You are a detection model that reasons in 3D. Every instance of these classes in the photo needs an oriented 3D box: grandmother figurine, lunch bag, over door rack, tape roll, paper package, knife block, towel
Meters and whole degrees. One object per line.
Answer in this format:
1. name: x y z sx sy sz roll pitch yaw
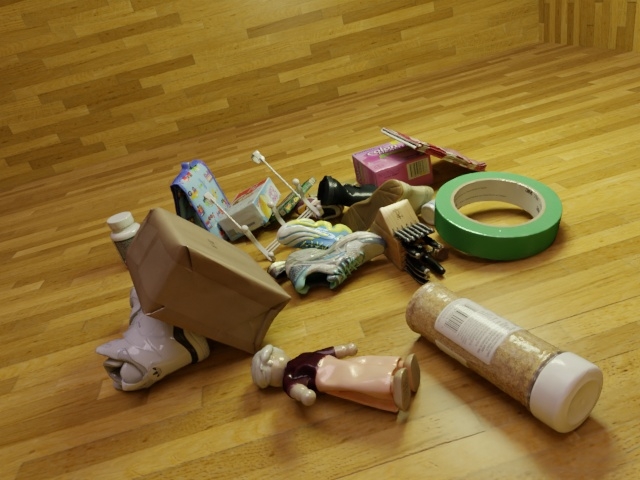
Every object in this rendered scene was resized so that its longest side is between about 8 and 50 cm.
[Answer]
1. grandmother figurine: 0.007 0.264 0.918 0.343 0.103 0.208 -2 3 28
2. lunch bag: -0.414 -0.132 1.621 0.138 0.293 0.221 -7 28 13
3. over door rack: -0.185 -0.122 1.476 0.324 0.108 0.239 42 73 14
4. tape roll: 0.474 -0.077 1.271 0.322 0.077 0.321 -5 38 4
5. paper package: -0.279 0.088 1.132 0.168 0.310 0.325 -59 33 2
6. knife block: 0.234 0.027 1.271 0.088 0.242 0.275 -19 -17 -11
7. towel: 0.403 -0.326 1.663 0.329 0.037 0.237 11 20 -30

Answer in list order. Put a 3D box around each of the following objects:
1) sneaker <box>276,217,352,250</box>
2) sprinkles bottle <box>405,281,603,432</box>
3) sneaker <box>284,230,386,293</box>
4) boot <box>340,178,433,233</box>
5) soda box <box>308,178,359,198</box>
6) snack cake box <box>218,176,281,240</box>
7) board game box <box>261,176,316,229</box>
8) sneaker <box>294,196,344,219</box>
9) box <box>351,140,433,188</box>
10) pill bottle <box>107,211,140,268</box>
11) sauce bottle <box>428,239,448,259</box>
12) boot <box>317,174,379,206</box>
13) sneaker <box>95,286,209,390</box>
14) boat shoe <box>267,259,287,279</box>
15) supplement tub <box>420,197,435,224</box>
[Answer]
1. sneaker: 0.000 0.000 1.349 0.240 0.091 0.126 -3 32 -25
2. sprinkles bottle: 0.314 0.194 0.863 0.121 0.121 0.355 -26 30 -21
3. sneaker: 0.051 0.072 1.260 0.283 0.110 0.122 -19 43 1
4. boot: 0.206 -0.093 1.455 0.204 0.095 0.262 -2 -30 -46
5. soda box: 0.052 -0.166 1.708 0.182 0.061 0.058 -18 27 -7
6. snack cake box: -0.249 -0.118 1.684 0.152 0.089 0.264 -27 21 19
7. board game box: -0.114 -0.140 1.715 0.136 0.030 0.259 -28 16 36
8. sneaker: -0.013 -0.108 1.625 0.186 0.069 0.084 -4 24 21
9. box: 0.262 -0.268 1.737 0.214 0.117 0.243 -19 28 -8
10. pill bottle: -0.659 -0.002 1.620 0.108 0.180 0.108 -11 29 6
11. sauce bottle: 0.298 0.014 1.287 0.042 0.042 0.128 -24 27 -17
12. boot: 0.103 -0.147 1.497 0.207 0.094 0.246 6 4 -6
13. sneaker: -0.443 0.226 1.143 0.210 0.137 0.366 -30 35 -31
14. boat shoe: -0.078 0.078 1.343 0.152 0.056 0.049 -20 54 -27
15. supplement tub: 0.366 -0.099 1.428 0.107 0.070 0.071 -30 31 -25
